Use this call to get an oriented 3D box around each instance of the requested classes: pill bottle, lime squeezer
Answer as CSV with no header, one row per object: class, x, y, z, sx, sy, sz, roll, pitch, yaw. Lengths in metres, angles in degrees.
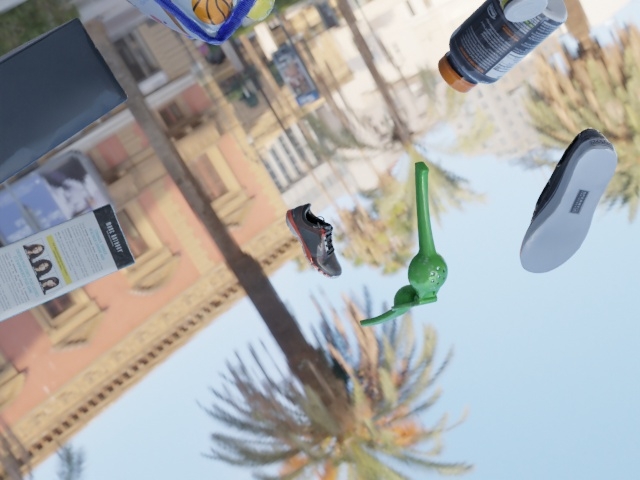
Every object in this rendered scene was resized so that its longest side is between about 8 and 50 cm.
pill bottle,0.331,-0.383,1.756,0.246,0.130,0.130,-41,-174,39
pill bottle,0.288,-0.388,1.379,0.065,0.116,0.065,-13,162,-4
lime squeezer,0.114,0.050,1.256,0.059,0.110,0.310,-27,147,-37

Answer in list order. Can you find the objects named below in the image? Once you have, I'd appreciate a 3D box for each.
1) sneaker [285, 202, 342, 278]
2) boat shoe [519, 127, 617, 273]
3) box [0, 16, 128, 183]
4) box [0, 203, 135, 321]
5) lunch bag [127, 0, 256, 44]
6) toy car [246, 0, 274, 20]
sneaker,0.000,0.000,1.722,0.065,0.158,0.061,-30,-167,28
boat shoe,0.341,-0.058,1.314,0.080,0.228,0.076,11,-144,-7
box,-0.353,-0.107,0.944,0.261,0.103,0.184,-41,-156,-29
box,-0.410,0.036,1.388,0.244,0.100,0.060,-24,-172,-23
lunch bag,-0.242,-0.429,1.163,0.239,0.385,0.328,-52,-160,1
toy car,-0.195,-0.467,1.503,0.239,0.225,0.053,5,-157,11
